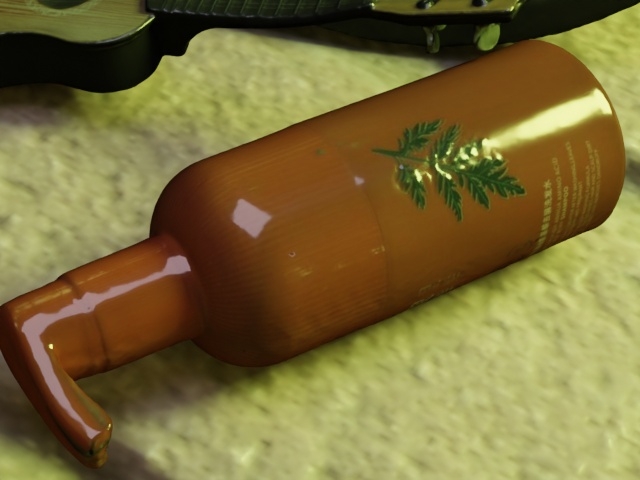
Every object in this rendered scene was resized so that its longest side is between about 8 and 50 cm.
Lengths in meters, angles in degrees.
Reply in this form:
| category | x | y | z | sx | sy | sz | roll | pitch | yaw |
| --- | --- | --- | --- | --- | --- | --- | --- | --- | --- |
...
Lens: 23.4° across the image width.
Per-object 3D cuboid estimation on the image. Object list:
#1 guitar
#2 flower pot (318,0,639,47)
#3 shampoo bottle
| category | x | y | z | sx | sy | sz | roll | pitch | yaw |
| --- | --- | --- | --- | --- | --- | --- | --- | --- | --- |
| guitar | -0.048 | -0.092 | 0.626 | 0.271 | 0.038 | 0.083 | 3 | 47 | 14 |
| flower pot | 0.047 | -0.301 | 0.709 | 0.379 | 0.379 | 0.251 | 7 | 29 | -4 |
| shampoo bottle | -0.001 | -0.002 | 0.564 | 0.244 | 0.085 | 0.085 | -25 | 56 | -27 |
